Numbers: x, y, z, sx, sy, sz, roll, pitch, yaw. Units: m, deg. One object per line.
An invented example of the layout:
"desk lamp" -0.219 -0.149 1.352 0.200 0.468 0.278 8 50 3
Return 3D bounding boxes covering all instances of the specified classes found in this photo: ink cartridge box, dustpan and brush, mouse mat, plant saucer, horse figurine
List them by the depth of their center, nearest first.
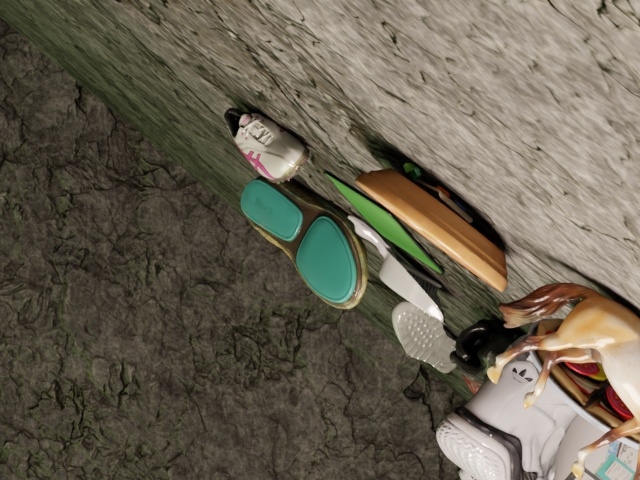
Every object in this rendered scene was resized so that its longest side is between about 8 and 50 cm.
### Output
"horse figurine" 0.277 0.133 1.311 0.263 0.174 0.066 52 -166 17
"plant saucer" 0.126 -0.018 1.489 0.200 0.037 0.200 37 -179 -1
"mouse mat" 0.090 -0.025 1.959 0.152 0.007 0.190 35 172 41
"ink cartridge box" 0.438 0.390 2.017 0.270 0.197 0.198 36 174 39
"dustpan and brush" 0.118 0.039 2.114 0.211 0.060 0.147 33 -173 -1

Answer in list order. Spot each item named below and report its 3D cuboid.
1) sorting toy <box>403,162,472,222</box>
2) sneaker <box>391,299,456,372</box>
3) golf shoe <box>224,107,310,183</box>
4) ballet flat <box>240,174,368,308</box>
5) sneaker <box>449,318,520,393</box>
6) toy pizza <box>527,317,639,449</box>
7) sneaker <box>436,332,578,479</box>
"sorting toy" 0.122 -0.053 1.449 0.083 0.012 0.062 38 -179 -33
"sneaker" 0.184 0.168 2.580 0.095 0.090 0.235 47 180 41
"golf shoe" -0.080 -0.132 1.886 0.086 0.067 0.186 44 174 -30
"ballet flat" 0.000 0.000 2.214 0.348 0.123 0.123 42 178 44
"sneaker" 0.251 0.174 2.045 0.135 0.097 0.276 39 173 -6
"toy pizza" 0.304 0.143 1.432 0.201 0.032 0.201 27 -156 -13
"sneaker" 0.284 0.256 1.829 0.137 0.210 0.366 36 170 30
